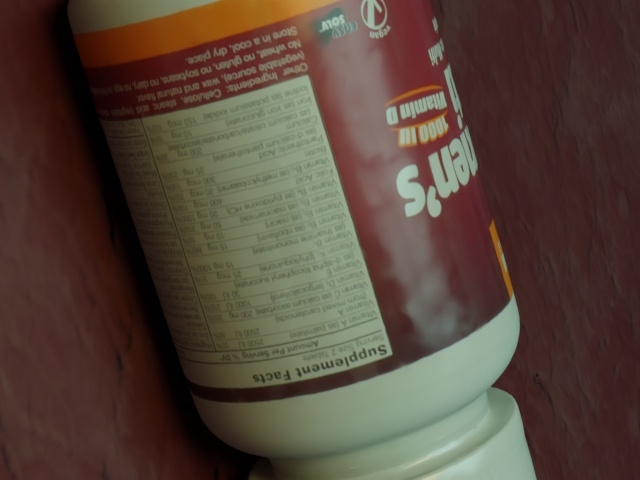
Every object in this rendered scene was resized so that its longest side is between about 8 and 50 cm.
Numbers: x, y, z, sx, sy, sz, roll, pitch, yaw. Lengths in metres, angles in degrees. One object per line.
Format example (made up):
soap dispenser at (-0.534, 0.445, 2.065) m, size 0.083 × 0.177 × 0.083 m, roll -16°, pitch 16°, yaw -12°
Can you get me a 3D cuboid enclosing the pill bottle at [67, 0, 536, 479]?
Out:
pill bottle at (0.000, 0.000, 0.655) m, size 0.121 × 0.121 × 0.221 m, roll -39°, pitch 114°, yaw -59°
